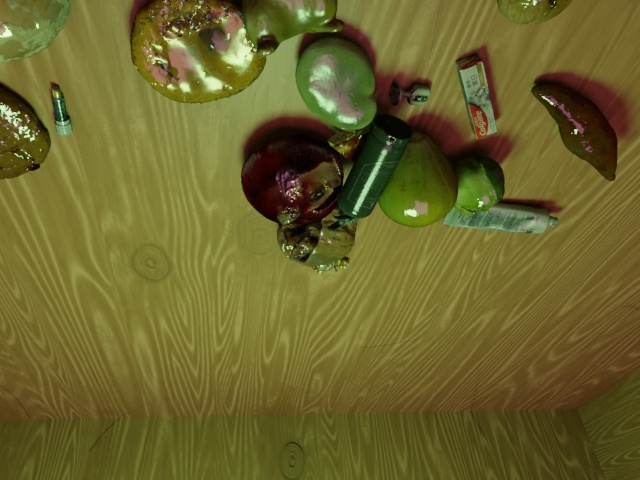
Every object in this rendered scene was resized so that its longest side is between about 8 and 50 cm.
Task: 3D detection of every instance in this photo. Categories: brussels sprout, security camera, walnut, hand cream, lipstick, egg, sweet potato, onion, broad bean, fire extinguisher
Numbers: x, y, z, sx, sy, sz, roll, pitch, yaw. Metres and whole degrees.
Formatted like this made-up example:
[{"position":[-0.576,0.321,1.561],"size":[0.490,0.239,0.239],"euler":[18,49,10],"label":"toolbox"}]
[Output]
[{"position":[0.409,-0.153,1.306],"size":[0.131,0.183,0.145],"euler":[-29,105,-13],"label":"brussels sprout"},{"position":[0.210,-0.336,1.126],"size":[0.092,0.058,0.058],"euler":[-4,142,-15],"label":"security camera"},{"position":[0.398,-0.483,0.887],"size":[0.156,0.155,0.184],"euler":[-5,136,-1],"label":"walnut"},{"position":[0.555,-0.073,1.493],"size":[0.341,0.077,0.124],"euler":[6,141,-2],"label":"hand cream"},{"position":[-0.582,-0.292,1.096],"size":[0.037,0.037,0.116],"euler":[5,136,-13],"label":"lipstick"},{"position":[-0.538,-0.412,0.817],"size":[0.245,0.203,0.203],"euler":[-38,135,4],"label":"egg"},{"position":[0.646,-0.275,1.204],"size":[0.112,0.112,0.359],"euler":[-33,117,30],"label":"sweet potato"},{"position":[0.003,0.006,1.457],"size":[0.238,0.141,0.204],"euler":[-24,143,25],"label":"walnut"},{"position":[-0.066,-0.127,1.233],"size":[0.273,0.195,0.271],"euler":[-4,143,-3],"label":"onion"},{"position":[0.038,-0.337,1.072],"size":[0.170,0.100,0.227],"euler":[-15,131,5],"label":"broad bean"},{"position":[0.108,-0.145,1.178],"size":[0.115,0.095,0.311],"euler":[-17,144,-38],"label":"fire extinguisher"}]

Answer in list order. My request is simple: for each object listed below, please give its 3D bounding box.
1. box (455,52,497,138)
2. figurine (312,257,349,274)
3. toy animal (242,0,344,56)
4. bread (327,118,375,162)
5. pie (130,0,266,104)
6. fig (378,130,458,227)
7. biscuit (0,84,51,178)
[{"position":[0.369,-0.333,1.151],"size":[0.055,0.039,0.218],"euler":[-19,139,15],"label":"box"},{"position":[0.032,0.068,1.599],"size":[0.144,0.068,0.101],"euler":[-7,147,-18],"label":"figurine"},{"position":[-0.092,-0.485,0.792],"size":[0.181,0.180,0.362],"euler":[-19,141,6],"label":"toy animal"},{"position":[0.103,-0.254,1.193],"size":[0.136,0.054,0.154],"euler":[-32,160,24],"label":"bread"},{"position":[-0.244,-0.386,0.988],"size":[0.274,0.069,0.273],"euler":[-5,141,-4],"label":"pie"},{"position":[0.236,-0.151,1.249],"size":[0.207,0.207,0.229],"euler":[-24,99,22],"label":"fig"},{"position":[-0.774,-0.244,1.099],"size":[0.296,0.075,0.295],"euler":[-3,142,-3],"label":"biscuit"}]
